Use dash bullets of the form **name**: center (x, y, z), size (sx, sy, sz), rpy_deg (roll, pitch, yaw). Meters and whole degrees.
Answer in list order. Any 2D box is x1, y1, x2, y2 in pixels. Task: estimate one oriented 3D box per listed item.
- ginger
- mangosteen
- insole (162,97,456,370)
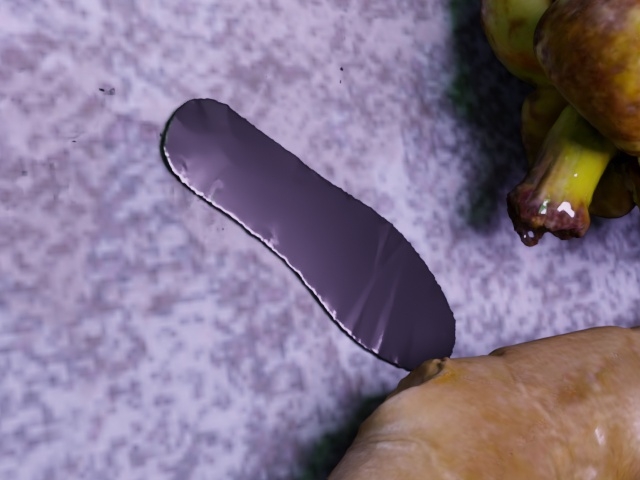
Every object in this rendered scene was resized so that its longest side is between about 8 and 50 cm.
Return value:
- **ginger**: center (0.160, 0.093, 0.400), size (0.363, 0.122, 0.348), rpy_deg (26, 66, -17)
- **mangosteen**: center (0.156, -0.083, 0.391), size (0.217, 0.192, 0.192), rpy_deg (-37, 99, -10)
- **insole**: center (0.000, 0.000, 0.379), size (0.152, 0.002, 0.053), rpy_deg (38, 64, -18)
